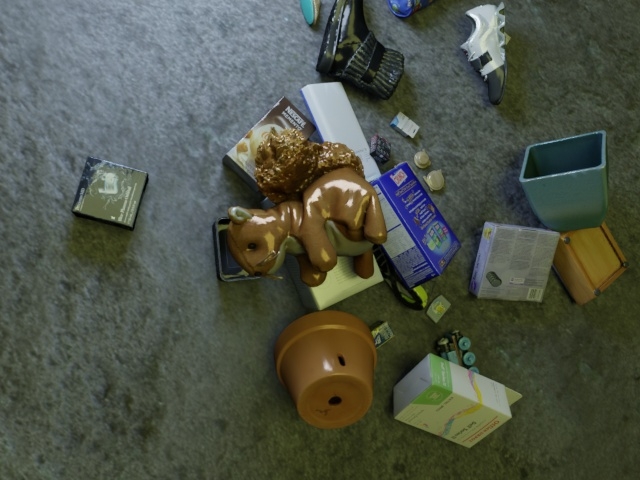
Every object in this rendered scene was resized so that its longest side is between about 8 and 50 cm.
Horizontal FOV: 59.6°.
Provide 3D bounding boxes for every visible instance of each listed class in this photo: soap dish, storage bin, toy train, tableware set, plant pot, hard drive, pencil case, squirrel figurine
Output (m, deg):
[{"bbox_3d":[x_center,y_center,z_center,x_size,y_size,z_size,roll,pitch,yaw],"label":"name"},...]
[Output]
[{"bbox_3d":[0.914,0.044,1.932,0.229,0.118,0.291,-35,98,-17],"label":"soap dish"},{"bbox_3d":[-0.236,0.023,1.585,0.122,0.084,0.180,-5,87,-18],"label":"storage bin"},{"bbox_3d":[0.431,0.381,1.775,0.105,0.080,0.184,-16,91,-12],"label":"toy train"},{"bbox_3d":[0.320,-0.208,1.814,0.168,0.020,0.141,-30,97,-19],"label":"tableware set"},{"bbox_3d":[0.818,-0.172,1.830,0.252,0.248,0.247,63,37,-27],"label":"plant pot"},{"bbox_3d":[0.026,0.364,1.513,0.291,0.203,0.291,-4,120,-7],"label":"plant pot"},{"bbox_3d":[0.067,-0.314,1.671,0.210,0.040,0.319,-29,96,-56],"label":"hard drive"},{"bbox_3d":[0.354,-0.845,1.816,0.306,0.133,0.119,-37,68,-17],"label":"pencil case"},{"bbox_3d":[-0.059,-0.078,1.416,0.370,0.281,0.397,-9,75,-6],"label":"squirrel figurine"}]

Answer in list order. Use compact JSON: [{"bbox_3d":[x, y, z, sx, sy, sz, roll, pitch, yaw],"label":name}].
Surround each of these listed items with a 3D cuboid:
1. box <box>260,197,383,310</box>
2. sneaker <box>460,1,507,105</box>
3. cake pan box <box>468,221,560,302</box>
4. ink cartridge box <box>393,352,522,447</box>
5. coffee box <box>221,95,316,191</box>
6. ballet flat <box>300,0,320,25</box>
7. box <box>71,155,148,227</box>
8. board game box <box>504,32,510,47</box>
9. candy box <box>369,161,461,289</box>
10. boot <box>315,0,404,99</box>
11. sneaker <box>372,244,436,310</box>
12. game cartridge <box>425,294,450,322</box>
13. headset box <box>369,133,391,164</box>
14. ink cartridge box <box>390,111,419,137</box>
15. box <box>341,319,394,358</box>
[{"bbox_3d":[0.000,0.000,1.618,0.215,0.168,0.345,-23,93,-17],"label":"box"},{"bbox_3d":[0.544,-0.616,1.877,0.146,0.122,0.330,-5,95,4],"label":"sneaker"},{"bbox_3d":[0.639,0.073,1.832,0.267,0.070,0.246,5,105,-16],"label":"cake pan box"},{"bbox_3d":[0.421,0.500,1.686,0.353,0.207,0.119,25,37,-14],"label":"ink cartridge box"},{"bbox_3d":[-0.149,-0.280,1.628,0.141,0.098,0.246,43,75,-11],"label":"coffee box"},{"bbox_3d":[-0.036,-0.767,1.720,0.067,0.073,0.206,-23,97,-32],"label":"ballet flat"},{"bbox_3d":[-0.557,-0.123,1.490,0.158,0.093,0.156,15,81,-15],"label":"box"},{"bbox_3d":[0.603,-0.696,1.941,0.090,0.020,0.090,35,77,-13],"label":"board game box"},{"bbox_3d":[0.256,-0.052,1.641,0.317,0.122,0.268,58,32,-1],"label":"candy box"},{"bbox_3d":[0.147,-0.630,1.732,0.260,0.131,0.348,15,88,-12],"label":"boot"},{"bbox_3d":[0.245,0.072,1.738,0.121,0.111,0.300,-41,99,-35],"label":"sneaker"},{"bbox_3d":[0.377,0.217,1.802,0.056,0.017,0.083,43,75,-6],"label":"game cartridge"},{"bbox_3d":[0.188,-0.289,1.751,0.062,0.032,0.083,30,47,-28],"label":"headset box"},{"bbox_3d":[0.272,-0.370,1.805,0.083,0.028,0.048,35,77,-12],"label":"ink cartridge box"},{"bbox_3d":[0.138,0.310,1.695,0.169,0.059,0.054,-32,95,-17],"label":"box"}]
